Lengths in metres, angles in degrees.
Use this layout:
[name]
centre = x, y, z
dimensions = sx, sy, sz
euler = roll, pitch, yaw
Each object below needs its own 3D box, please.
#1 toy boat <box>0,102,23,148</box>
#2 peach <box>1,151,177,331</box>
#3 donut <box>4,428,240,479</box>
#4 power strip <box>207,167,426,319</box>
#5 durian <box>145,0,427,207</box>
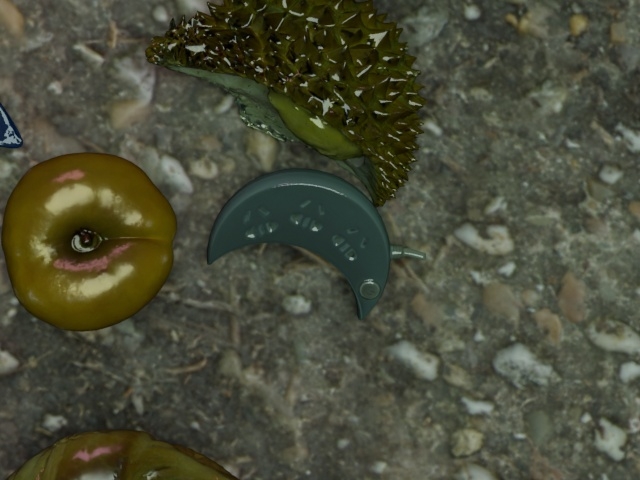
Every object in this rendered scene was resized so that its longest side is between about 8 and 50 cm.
[toy boat]
centre = -0.389, -0.158, 1.490
dimensions = 0.229, 0.046, 0.080
euler = 33, 84, -9
[peach]
centre = -0.227, 0.001, 1.492
dimensions = 0.179, 0.103, 0.179
euler = 0, 91, -13
[donut]
centre = -0.190, 0.352, 1.473
dimensions = 0.360, 0.170, 0.360
euler = 0, 92, -11
[power strip]
centre = 0.000, 0.000, 1.541
dimensions = 0.216, 0.044, 0.137
euler = 19, 112, -9
[durian]
centre = -0.017, -0.167, 1.521
dimensions = 0.306, 0.166, 0.172
euler = 22, 57, -15
